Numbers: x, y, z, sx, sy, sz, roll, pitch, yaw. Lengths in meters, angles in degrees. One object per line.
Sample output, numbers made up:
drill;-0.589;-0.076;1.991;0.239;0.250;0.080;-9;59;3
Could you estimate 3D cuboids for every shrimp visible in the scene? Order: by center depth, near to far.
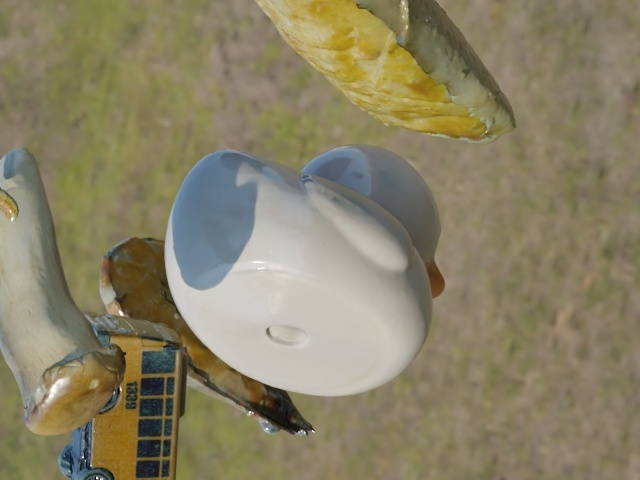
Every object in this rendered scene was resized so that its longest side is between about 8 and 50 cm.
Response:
shrimp;-0.123;0.110;2.169;0.062;0.317;0.164;-39;14;46

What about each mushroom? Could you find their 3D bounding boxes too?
mushroom;-0.199;0.032;1.317;0.084;0.071;0.209;-45;59;46

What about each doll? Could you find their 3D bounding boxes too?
doll;0.000;0.000;1.503;0.221;0.251;0.221;-45;27;31

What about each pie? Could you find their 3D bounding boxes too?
pie;0.020;-0.134;1.119;0.128;0.282;0.068;13;72;39

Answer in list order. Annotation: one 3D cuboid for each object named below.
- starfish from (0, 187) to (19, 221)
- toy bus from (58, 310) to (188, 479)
starfish;-0.308;-0.040;1.268;0.176;0.208;0.053;-57;30;36
toy bus;-0.175;0.158;1.682;0.091;0.103;0.182;-150;63;-68
